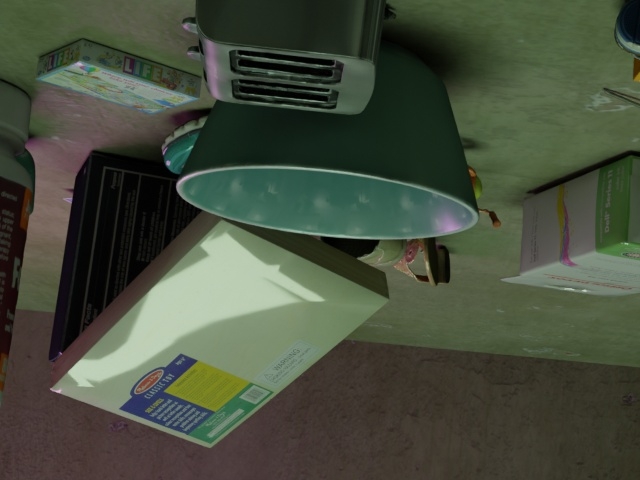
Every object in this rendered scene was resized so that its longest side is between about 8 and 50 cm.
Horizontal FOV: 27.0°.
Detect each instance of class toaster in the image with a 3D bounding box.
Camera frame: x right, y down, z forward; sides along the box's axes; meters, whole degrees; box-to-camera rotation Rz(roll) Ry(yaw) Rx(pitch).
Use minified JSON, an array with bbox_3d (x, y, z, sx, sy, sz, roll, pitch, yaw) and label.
[{"bbox_3d":[-0.022,-0.187,1.153,0.186,0.110,0.168,6,170,-2],"label":"toaster"}]

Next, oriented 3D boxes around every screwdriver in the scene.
[{"bbox_3d":[0.368,-0.140,1.445,0.170,0.025,0.024,22,163,-27],"label":"screwdriver"}]

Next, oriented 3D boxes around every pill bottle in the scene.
[{"bbox_3d":[-0.471,0.003,1.614,0.224,0.392,0.224,6,169,1],"label":"pill bottle"}]

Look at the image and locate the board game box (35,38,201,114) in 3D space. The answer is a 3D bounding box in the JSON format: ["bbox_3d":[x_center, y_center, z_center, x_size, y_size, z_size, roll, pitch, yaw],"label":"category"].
[{"bbox_3d":[-0.226,-0.181,1.498,0.154,0.026,0.103,15,166,-37],"label":"board game box"}]

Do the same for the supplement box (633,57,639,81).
[{"bbox_3d":[0.346,-0.169,1.239,0.099,0.036,0.062,6,169,1],"label":"supplement box"}]

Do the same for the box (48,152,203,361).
[{"bbox_3d":[-0.231,0.049,1.977,0.294,0.296,0.183,10,168,-17],"label":"box"}]

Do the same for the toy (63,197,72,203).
[{"bbox_3d":[-0.288,-0.036,2.183,0.237,0.056,0.137,3,169,15],"label":"toy"}]

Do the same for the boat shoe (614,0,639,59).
[{"bbox_3d":[0.349,-0.175,1.166,0.183,0.066,0.066,14,175,8],"label":"boat shoe"}]

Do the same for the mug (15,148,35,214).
[{"bbox_3d":[-0.452,-0.086,1.822,0.130,0.097,0.158,-2,-160,-25],"label":"mug"}]

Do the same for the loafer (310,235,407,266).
[{"bbox_3d":[0.000,0.000,2.131,0.269,0.101,0.092,-7,164,14],"label":"loafer"}]

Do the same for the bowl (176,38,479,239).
[{"bbox_3d":[0.015,-0.110,1.383,0.312,0.163,0.311,6,168,1],"label":"bowl"}]

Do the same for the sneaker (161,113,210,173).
[{"bbox_3d":[-0.076,-0.096,1.638,0.275,0.109,0.107,1,168,25],"label":"sneaker"}]

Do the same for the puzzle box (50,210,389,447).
[{"bbox_3d":[-0.142,0.122,1.780,0.272,0.052,0.409,26,129,-31],"label":"puzzle box"}]

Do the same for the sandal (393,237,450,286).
[{"bbox_3d":[0.162,0.038,2.244,0.079,0.088,0.240,-3,172,14],"label":"sandal"}]

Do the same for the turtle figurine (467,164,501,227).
[{"bbox_3d":[0.111,-0.080,1.679,0.217,0.087,0.269,10,179,20],"label":"turtle figurine"}]

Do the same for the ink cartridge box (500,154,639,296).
[{"bbox_3d":[0.405,-0.009,1.797,0.207,0.119,0.353,8,168,-18],"label":"ink cartridge box"}]
